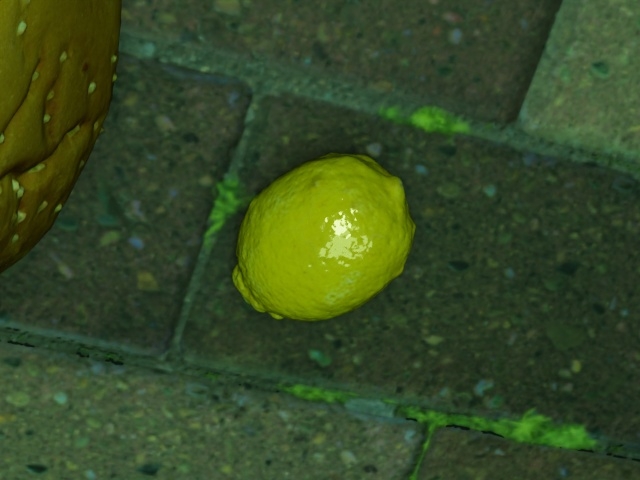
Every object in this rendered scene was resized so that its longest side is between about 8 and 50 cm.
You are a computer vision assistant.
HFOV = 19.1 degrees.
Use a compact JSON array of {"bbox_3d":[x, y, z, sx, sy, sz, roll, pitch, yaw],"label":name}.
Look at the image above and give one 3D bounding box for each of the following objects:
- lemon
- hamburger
[{"bbox_3d":[0.000,0.000,1.392,0.155,0.114,0.114,-33,118,20],"label":"lemon"},{"bbox_3d":[-0.240,-0.111,1.208,0.170,0.290,0.314,20,111,14],"label":"hamburger"}]
